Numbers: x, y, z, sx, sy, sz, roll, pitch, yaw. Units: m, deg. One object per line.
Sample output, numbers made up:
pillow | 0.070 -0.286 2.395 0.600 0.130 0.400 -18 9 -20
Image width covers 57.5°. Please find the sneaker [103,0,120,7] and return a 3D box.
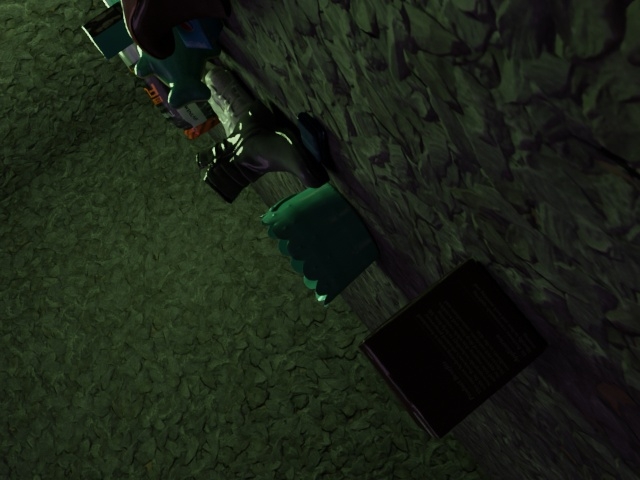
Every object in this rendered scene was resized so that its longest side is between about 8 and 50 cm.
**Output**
sneaker | -0.445 -0.621 1.305 0.151 0.094 0.256 47 141 38

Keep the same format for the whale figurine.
whale figurine | -0.347 -0.448 1.405 0.141 0.216 0.272 85 168 -64

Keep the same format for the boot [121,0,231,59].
boot | -0.263 -0.423 1.084 0.206 0.090 0.248 14 153 15

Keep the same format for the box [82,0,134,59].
box | -0.415 -0.519 1.332 0.100 0.244 0.060 47 171 42

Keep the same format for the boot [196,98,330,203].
boot | -0.136 -0.158 1.314 0.118 0.222 0.338 44 -176 -45

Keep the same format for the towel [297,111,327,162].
towel | -0.014 -0.202 1.146 0.067 0.029 0.119 51 174 17

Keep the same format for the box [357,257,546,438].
box | 0.187 0.160 0.881 0.168 0.203 0.167 53 174 9

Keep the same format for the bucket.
bucket | 0.000 0.000 1.428 0.281 0.183 0.281 53 173 9

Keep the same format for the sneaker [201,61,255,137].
sneaker | -0.235 -0.353 1.508 0.305 0.114 0.152 48 173 35

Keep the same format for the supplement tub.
supplement tub | -0.421 -0.484 1.724 0.338 0.207 0.207 56 173 -22

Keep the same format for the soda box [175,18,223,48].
soda box | -0.269 -0.484 1.164 0.067 0.071 0.210 11 156 19
